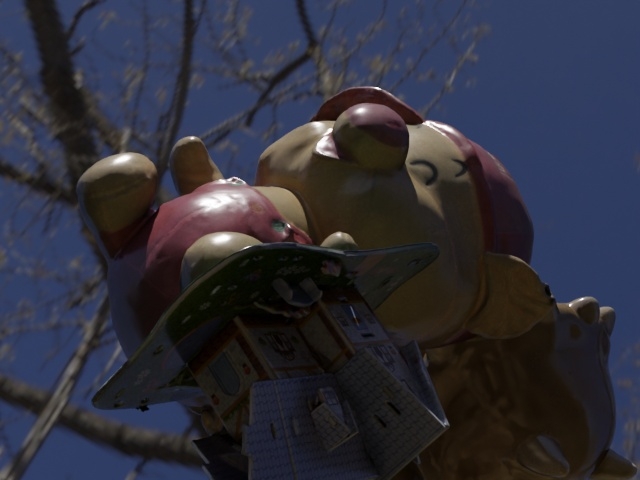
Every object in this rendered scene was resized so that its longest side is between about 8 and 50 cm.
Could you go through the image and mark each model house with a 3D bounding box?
[{"bbox_3d":[-0.001,0.068,0.759,0.117,0.167,0.088,-44,-114,25],"label":"model house"}]

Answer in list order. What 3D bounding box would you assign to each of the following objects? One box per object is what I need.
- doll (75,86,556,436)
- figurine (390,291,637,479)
[{"bbox_3d":[0.001,-0.002,0.987,0.196,0.256,0.152,62,-33,23],"label":"doll"},{"bbox_3d":[0.111,0.071,1.141,0.173,0.247,0.177,-25,-43,28],"label":"figurine"}]
